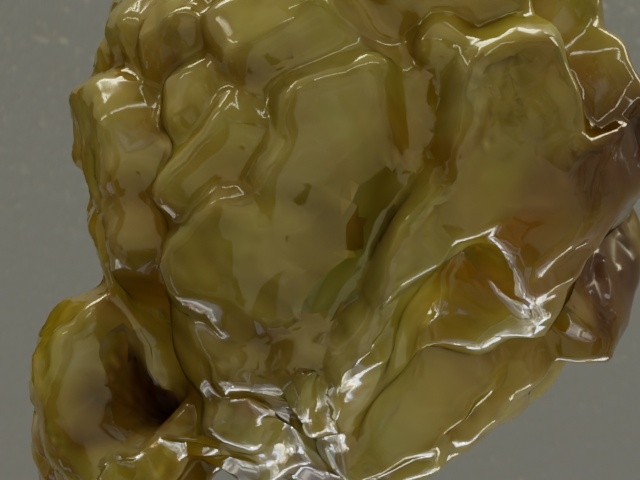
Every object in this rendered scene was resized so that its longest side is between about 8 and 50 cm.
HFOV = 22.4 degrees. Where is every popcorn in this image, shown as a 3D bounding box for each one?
[{"bbox_3d":[0.000,0.000,0.674,0.332,0.225,0.265,-52,-30,13],"label":"popcorn"}]
